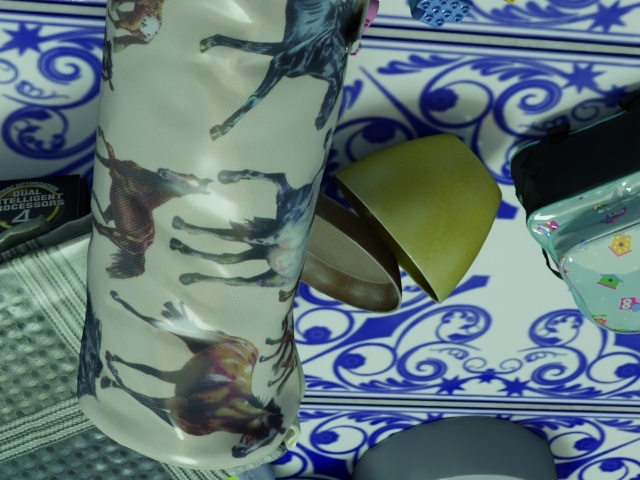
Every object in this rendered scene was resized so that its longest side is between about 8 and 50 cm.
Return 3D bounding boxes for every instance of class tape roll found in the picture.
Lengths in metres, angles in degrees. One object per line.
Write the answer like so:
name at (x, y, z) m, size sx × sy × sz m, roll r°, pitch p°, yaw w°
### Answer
tape roll at (0.143, 0.273, 1.753) m, size 0.219 × 0.072 × 0.219 m, roll -4°, pitch 141°, yaw -3°

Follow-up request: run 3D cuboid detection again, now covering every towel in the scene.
towel at (-0.228, 0.121, 1.361) m, size 0.312 × 0.056 × 0.324 m, roll -20°, pitch 132°, yaw 11°

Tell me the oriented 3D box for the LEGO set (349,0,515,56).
LEGO set at (0.092, -0.194, 1.142) m, size 0.087 × 0.093 × 0.227 m, roll 17°, pitch 136°, yaw -27°

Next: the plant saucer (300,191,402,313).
plant saucer at (0.000, 0.000, 1.364) m, size 0.168 × 0.029 × 0.168 m, roll 29°, pitch 161°, yaw 11°

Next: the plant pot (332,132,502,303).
plant pot at (0.089, -0.030, 1.335) m, size 0.095 × 0.134 × 0.134 m, roll -39°, pitch 138°, yaw -3°

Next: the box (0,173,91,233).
box at (-0.332, 0.133, 1.444) m, size 0.318 × 0.097 × 0.395 m, roll -7°, pitch 131°, yaw -2°

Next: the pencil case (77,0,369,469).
pencil case at (-0.065, -0.042, 1.145) m, size 0.183 × 0.160 × 0.410 m, roll 7°, pitch 115°, yaw -3°

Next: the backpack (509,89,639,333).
backpack at (0.263, -0.008, 1.363) m, size 0.165 × 0.144 × 0.188 m, roll -24°, pitch 141°, yaw 13°

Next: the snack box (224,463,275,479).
snack box at (-0.170, 0.246, 1.677) m, size 0.207 × 0.070 × 0.174 m, roll -19°, pitch 140°, yaw 15°
